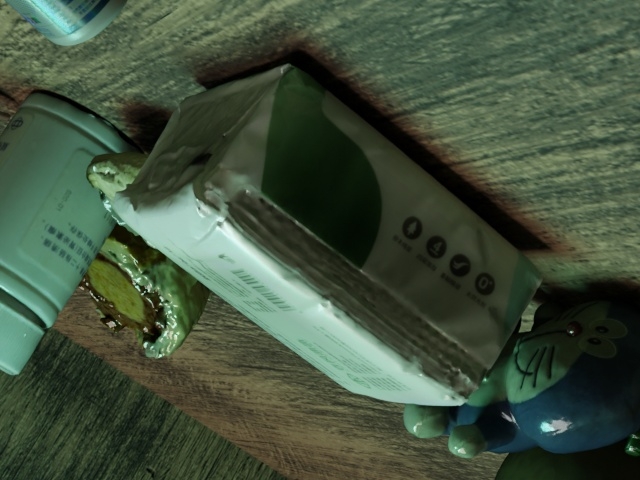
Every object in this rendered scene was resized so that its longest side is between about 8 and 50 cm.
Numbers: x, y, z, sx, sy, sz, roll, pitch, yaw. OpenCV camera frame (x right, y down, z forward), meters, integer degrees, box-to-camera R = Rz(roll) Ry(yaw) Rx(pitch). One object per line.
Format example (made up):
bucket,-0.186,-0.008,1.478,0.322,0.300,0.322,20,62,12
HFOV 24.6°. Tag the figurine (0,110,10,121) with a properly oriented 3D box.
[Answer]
figurine,-0.542,-0.209,1.967,0.236,0.127,0.155,22,153,11

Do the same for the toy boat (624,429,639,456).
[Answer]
toy boat,0.389,0.211,1.700,0.104,0.052,0.210,24,164,3

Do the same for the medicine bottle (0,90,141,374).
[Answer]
medicine bottle,-0.385,-0.006,1.901,0.190,0.332,0.190,28,164,9

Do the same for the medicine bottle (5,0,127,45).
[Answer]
medicine bottle,-0.261,-0.267,1.296,0.107,0.107,0.191,12,157,47

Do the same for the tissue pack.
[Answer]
tissue pack,0.001,-0.001,1.487,0.356,0.194,0.266,38,163,-21

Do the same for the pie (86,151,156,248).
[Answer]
pie,-0.135,-0.018,1.779,0.338,0.075,0.337,27,163,9

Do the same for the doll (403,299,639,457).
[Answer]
doll,0.232,0.143,1.499,0.154,0.228,0.258,50,145,-10

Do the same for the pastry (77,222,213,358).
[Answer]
pastry,-0.269,0.022,2.118,0.256,0.170,0.236,22,143,41

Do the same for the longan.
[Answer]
longan,0.338,0.350,1.905,0.258,0.258,0.258,28,164,9
